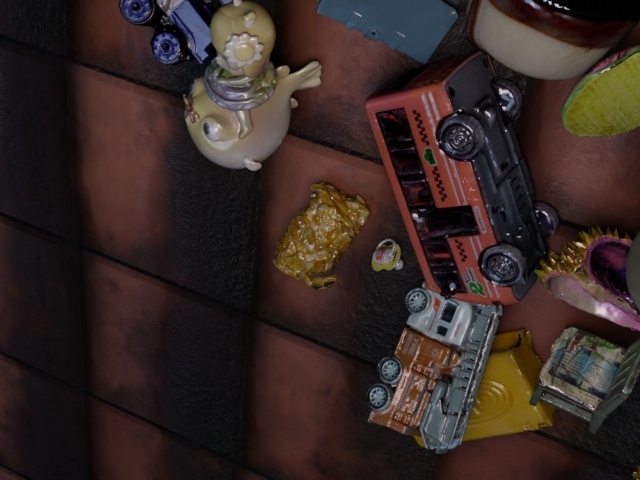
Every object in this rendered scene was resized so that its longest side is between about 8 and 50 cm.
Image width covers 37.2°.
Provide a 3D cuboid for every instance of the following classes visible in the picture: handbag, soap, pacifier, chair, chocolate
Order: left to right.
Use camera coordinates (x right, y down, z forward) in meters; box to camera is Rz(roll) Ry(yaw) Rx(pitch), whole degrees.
[{"bbox_3d":[0.115,-0.400,1.628,0.221,0.057,0.144,21,139,-12],"label":"handbag"},{"bbox_3d":[0.143,0.035,1.928,0.064,0.068,0.083,29,158,-32],"label":"pacifier"},{"bbox_3d":[0.312,0.311,1.958,0.325,0.096,0.204,-20,106,37],"label":"soap"},{"bbox_3d":[0.355,-0.359,1.445,0.284,0.283,0.186,27,143,14],"label":"chocolate"},{"bbox_3d":[0.481,0.232,1.715,0.147,0.136,0.270,26,159,15],"label":"chair"}]

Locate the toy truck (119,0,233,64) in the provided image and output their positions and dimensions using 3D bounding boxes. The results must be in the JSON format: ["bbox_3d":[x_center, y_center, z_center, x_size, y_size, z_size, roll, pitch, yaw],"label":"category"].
[{"bbox_3d":[-0.258,-0.441,1.818,0.177,0.161,0.213,-36,97,20],"label":"toy truck"}]

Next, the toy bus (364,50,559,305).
[{"bbox_3d":[0.248,-0.100,1.683,0.233,0.203,0.426,-6,114,38],"label":"toy bus"}]

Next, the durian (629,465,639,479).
[{"bbox_3d":[0.708,0.483,1.805,0.237,0.138,0.193,20,121,20],"label":"durian"}]

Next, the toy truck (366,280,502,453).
[{"bbox_3d":[0.237,0.227,1.839,0.184,0.133,0.338,22,89,36],"label":"toy truck"}]

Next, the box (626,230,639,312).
[{"bbox_3d":[0.623,0.053,1.516,0.226,0.149,0.226,0,94,-8],"label":"box"}]

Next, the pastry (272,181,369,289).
[{"bbox_3d":[0.000,0.000,1.949,0.154,0.102,0.250,35,127,6],"label":"pastry"}]

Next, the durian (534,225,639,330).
[{"bbox_3d":[0.494,0.075,1.662,0.187,0.153,0.260,-22,127,41],"label":"durian"}]

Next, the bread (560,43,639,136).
[{"bbox_3d":[0.479,-0.236,1.478,0.228,0.229,0.033,-42,55,40],"label":"bread"}]

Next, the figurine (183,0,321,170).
[{"bbox_3d":[-0.123,-0.306,1.746,0.394,0.275,0.226,94,153,-60],"label":"figurine"}]
